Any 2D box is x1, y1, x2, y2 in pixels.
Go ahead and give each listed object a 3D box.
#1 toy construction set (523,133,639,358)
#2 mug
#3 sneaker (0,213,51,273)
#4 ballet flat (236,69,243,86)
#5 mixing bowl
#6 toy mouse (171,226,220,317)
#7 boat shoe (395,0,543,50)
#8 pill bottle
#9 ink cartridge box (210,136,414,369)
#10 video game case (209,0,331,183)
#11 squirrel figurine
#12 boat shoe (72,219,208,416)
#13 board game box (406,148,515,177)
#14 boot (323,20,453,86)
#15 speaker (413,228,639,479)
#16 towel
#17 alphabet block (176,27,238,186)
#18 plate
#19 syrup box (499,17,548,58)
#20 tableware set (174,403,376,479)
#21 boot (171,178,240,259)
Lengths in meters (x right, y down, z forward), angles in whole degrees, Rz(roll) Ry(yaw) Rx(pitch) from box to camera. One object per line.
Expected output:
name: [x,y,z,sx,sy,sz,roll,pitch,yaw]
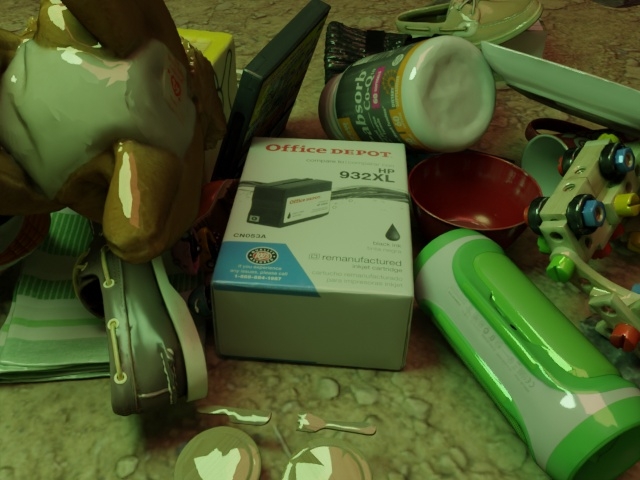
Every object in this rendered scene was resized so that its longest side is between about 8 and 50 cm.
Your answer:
toy construction set: [0.379,-0.009,0.832,0.151,0.215,0.328,-14,32,41]
mug: [0.413,-0.139,1.011,0.169,0.113,0.150,-12,83,-22]
sneaker: [-0.457,0.041,0.813,0.262,0.099,0.121,-44,21,-23]
ballet flat: [-0.173,-0.291,1.220,0.206,0.067,0.073,-4,42,-6]
mixing bowl: [0.207,-0.036,0.905,0.181,0.098,0.181,1,41,-1]
toy mouse: [-0.148,0.039,0.763,0.031,0.161,0.143,-12,38,8]
boat shoe: [0.291,-0.450,1.313,0.302,0.098,0.109,0,48,39]
pill bottle: [0.119,-0.211,0.993,0.162,0.162,0.278,-23,15,-26]
ink cartridge box: [0.000,0.000,0.832,0.223,0.129,0.307,3,40,3]
video game case: [-0.081,-0.211,0.991,0.035,0.248,0.275,28,43,1]
squirrel figurine: [-0.319,-0.133,0.719,0.370,0.281,0.397,-9,16,12]
boat shoe: [-0.224,0.052,0.732,0.097,0.116,0.324,-14,50,-24]
board game box: [0.210,-0.114,1.054,0.186,0.026,0.126,18,43,18]
boot: [0.136,-0.302,1.190,0.260,0.131,0.348,4,29,-7]
speaker: [0.216,0.116,0.706,0.131,0.131,0.296,-15,43,-18]
towel: [-0.275,0.041,0.847,0.248,0.038,0.325,-3,40,-7]
alphabet block: [-0.244,-0.206,1.017,0.193,0.197,0.192,7,40,7]
plate: [0.381,-0.198,0.917,0.277,0.045,0.278,30,17,27]
syrup box: [0.420,-0.463,1.421,0.093,0.096,0.237,3,40,2]
tableware set: [-0.045,0.232,0.628,0.194,0.039,0.128,4,52,12]
boot: [-0.170,-0.023,0.874,0.084,0.059,0.158,4,43,23]
